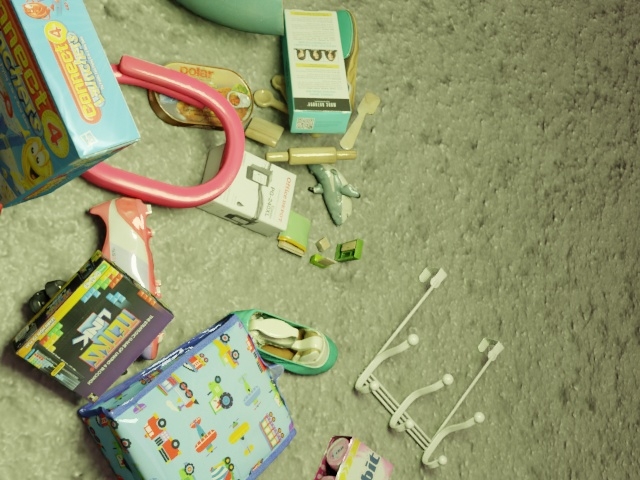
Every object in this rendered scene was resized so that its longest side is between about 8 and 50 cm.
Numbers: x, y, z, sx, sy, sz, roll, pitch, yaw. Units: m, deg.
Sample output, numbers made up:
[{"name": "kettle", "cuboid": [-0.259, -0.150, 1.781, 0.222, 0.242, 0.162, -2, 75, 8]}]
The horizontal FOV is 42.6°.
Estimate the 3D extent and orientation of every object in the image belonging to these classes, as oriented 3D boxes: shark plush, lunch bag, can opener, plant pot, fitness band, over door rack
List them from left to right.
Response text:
[{"name": "can opener", "cuboid": [-0.342, 0.133, 1.181, 0.186, 0.073, 0.059, 53, 45, -28]}, {"name": "fitness band", "cuboid": [-0.261, -0.165, 1.273, 0.291, 0.054, 0.209, 17, 74, -19]}, {"name": "lunch bag", "cuboid": [-0.165, 0.263, 1.226, 0.293, 0.138, 0.221, -34, 102, -33]}, {"name": "plant pot", "cuboid": [-0.165, -0.480, 1.341, 0.195, 0.290, 0.290, -3, 81, -3]}, {"name": "shark plush", "cuboid": [0.008, -0.106, 1.511, 0.067, 0.073, 0.161, -42, 114, -5]}, {"name": "over door rack", "cuboid": [0.230, 0.234, 1.576, 0.239, 0.108, 0.324, 50, 55, -20]}]

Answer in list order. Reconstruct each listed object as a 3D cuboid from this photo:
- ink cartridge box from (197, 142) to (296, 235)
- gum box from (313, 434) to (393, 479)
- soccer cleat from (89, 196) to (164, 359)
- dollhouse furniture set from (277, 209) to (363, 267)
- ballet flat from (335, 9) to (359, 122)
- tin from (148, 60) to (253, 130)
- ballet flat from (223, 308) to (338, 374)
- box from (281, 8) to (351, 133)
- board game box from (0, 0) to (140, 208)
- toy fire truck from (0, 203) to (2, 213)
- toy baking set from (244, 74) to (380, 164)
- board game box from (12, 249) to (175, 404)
[{"name": "ink cartridge box", "cuboid": [-0.122, -0.084, 1.394, 0.150, 0.063, 0.109, 23, 67, -32]}, {"name": "gum box", "cuboid": [0.039, 0.444, 1.407, 0.107, 0.062, 0.188, 40, 58, -24]}, {"name": "soccer cleat", "cuboid": [-0.288, 0.058, 1.237, 0.095, 0.083, 0.248, -6, 89, -9]}, {"name": "dollhouse furniture set", "cuboid": [0.000, 0.000, 1.475, 0.152, 0.058, 0.076, 25, 65, -32]}, {"name": "ballet flat", "cuboid": [0.037, -0.327, 1.580, 0.073, 0.080, 0.232, 34, 60, -60]}, {"name": "tin", "cuboid": [-0.201, -0.242, 1.386, 0.190, 0.040, 0.106, 1, 84, -37]}, {"name": "ballet flat", "cuboid": [-0.050, 0.173, 1.381, 0.247, 0.087, 0.083, 21, 68, -34]}, {"name": "box", "cuboid": [-0.011, -0.303, 1.462, 0.100, 0.060, 0.244, 0, 59, -10]}, {"name": "board game box", "cuboid": [-0.391, -0.221, 1.060, 0.086, 0.302, 0.308, -27, 97, -39]}, {"name": "toy fire truck", "cuboid": [-0.490, -0.085, 1.059, 0.135, 0.192, 0.047, 26, 60, 0]}, {"name": "toy baking set", "cuboid": [-0.008, -0.218, 1.461, 0.256, 0.030, 0.197, 1, 62, -12]}, {"name": "board game box", "cuboid": [-0.312, 0.122, 1.138, 0.170, 0.048, 0.141, -48, 121, -3]}]
